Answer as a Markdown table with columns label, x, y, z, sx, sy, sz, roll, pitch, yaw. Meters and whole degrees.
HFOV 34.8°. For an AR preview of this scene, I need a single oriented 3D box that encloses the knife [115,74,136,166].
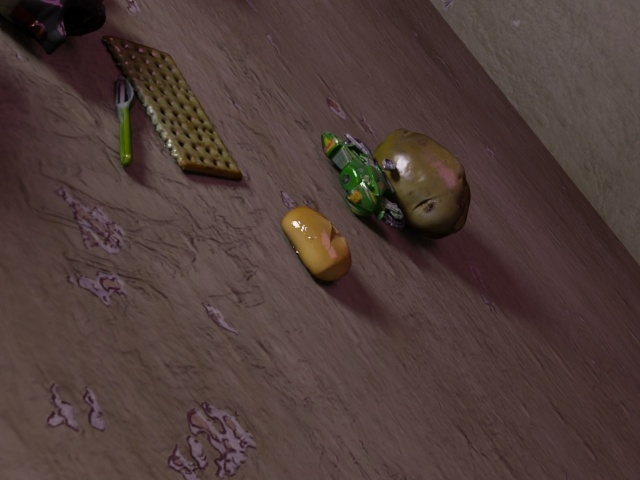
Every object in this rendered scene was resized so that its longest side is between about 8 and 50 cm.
| label | x | y | z | sx | sy | sz | roll | pitch | yaw |
| --- | --- | --- | --- | --- | --- | --- | --- | --- | --- |
| knife | -0.237 | -0.149 | 1.247 | 0.026 | 0.022 | 0.184 | 8 | 40 | -18 |

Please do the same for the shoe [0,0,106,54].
| label | x | y | z | sx | sy | sz | roll | pitch | yaw |
| --- | --- | --- | --- | --- | --- | --- | --- | --- | --- |
| shoe | -0.316 | -0.296 | 1.256 | 0.112 | 0.099 | 0.227 | 53 | 27 | -7 |

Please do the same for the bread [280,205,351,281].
| label | x | y | z | sx | sy | sz | roll | pitch | yaw |
| --- | --- | --- | --- | --- | --- | --- | --- | --- | --- |
| bread | 0.000 | 0.000 | 1.386 | 0.082 | 0.056 | 0.115 | 7 | 47 | -57 |

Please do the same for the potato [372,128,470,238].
| label | x | y | z | sx | sy | sz | roll | pitch | yaw |
| --- | --- | --- | --- | --- | --- | --- | --- | --- | --- |
| potato | 0.172 | -0.097 | 1.733 | 0.200 | 0.137 | 0.154 | 54 | -6 | 10 |

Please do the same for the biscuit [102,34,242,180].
| label | x | y | z | sx | sy | sz | roll | pitch | yaw |
| --- | --- | --- | --- | --- | --- | --- | --- | --- | --- |
| biscuit | -0.196 | -0.178 | 1.368 | 0.139 | 0.016 | 0.231 | 5 | 49 | -59 |

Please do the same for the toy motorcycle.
| label | x | y | z | sx | sy | sz | roll | pitch | yaw |
| --- | --- | --- | --- | --- | --- | --- | --- | --- | --- |
| toy motorcycle | 0.068 | -0.094 | 1.636 | 0.106 | 0.074 | 0.190 | 7 | 46 | -44 |
